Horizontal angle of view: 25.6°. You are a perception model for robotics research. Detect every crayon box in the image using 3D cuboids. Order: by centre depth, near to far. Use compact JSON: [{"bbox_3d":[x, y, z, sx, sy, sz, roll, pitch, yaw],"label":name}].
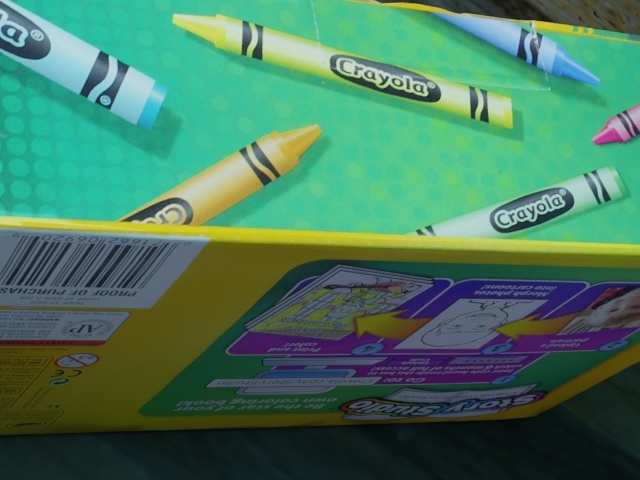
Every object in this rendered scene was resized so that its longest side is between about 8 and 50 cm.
[{"bbox_3d":[0.000,0.000,0.460,0.278,0.165,0.081,2,65,-29],"label":"crayon box"}]
